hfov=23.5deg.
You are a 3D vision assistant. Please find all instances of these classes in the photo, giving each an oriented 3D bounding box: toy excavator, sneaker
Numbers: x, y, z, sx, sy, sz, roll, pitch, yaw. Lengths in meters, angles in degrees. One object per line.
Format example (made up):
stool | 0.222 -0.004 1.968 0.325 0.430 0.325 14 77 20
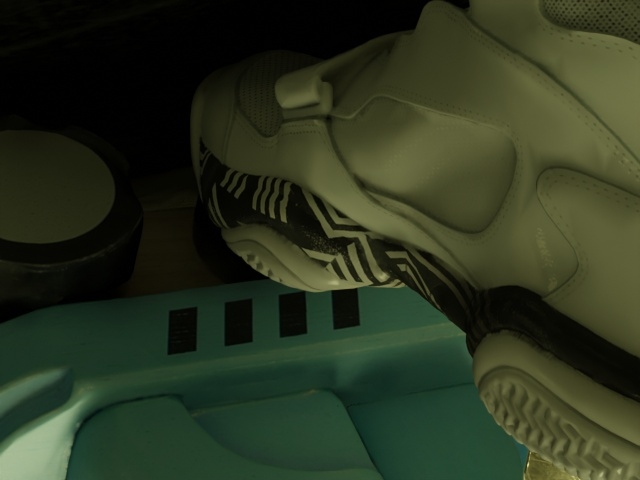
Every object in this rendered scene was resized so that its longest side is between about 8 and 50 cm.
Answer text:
toy excavator | 0.036 0.157 0.748 0.433 0.445 0.222 -6 138 -24
sneaker | 0.067 -0.067 0.613 0.137 0.210 0.366 -10 -153 -31

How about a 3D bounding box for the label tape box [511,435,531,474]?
label tape box | 0.075 0.100 1.206 0.333 0.241 0.106 2 163 46

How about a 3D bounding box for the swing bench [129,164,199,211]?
swing bench | -0.106 0.067 1.053 0.253 0.255 0.165 -14 -159 14
